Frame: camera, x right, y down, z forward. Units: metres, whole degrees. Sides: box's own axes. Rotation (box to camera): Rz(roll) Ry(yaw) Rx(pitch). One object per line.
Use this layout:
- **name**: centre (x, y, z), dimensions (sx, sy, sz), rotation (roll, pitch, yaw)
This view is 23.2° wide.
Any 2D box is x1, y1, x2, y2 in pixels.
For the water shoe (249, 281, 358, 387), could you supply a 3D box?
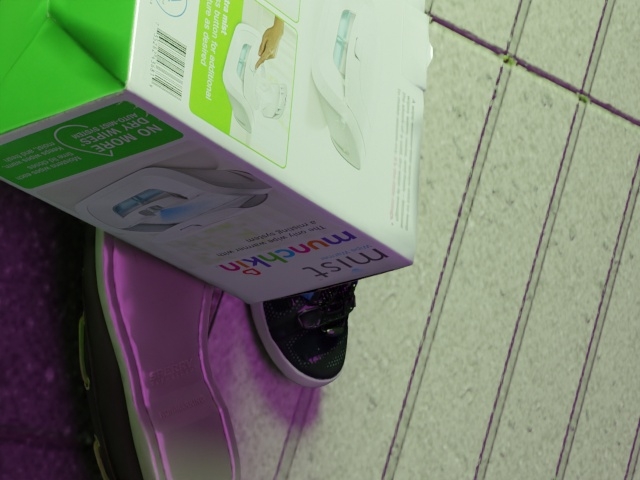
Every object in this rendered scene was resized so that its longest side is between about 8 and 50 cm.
- **water shoe**: centre (0.000, 0.000, 0.990), dimensions (0.073, 0.080, 0.203), rotation (-20, 108, -45)

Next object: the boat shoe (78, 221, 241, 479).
- **boat shoe**: centre (-0.104, 0.052, 0.887), dimensions (0.081, 0.068, 0.228), rotation (-9, 92, -43)

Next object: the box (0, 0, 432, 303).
- **box**: centre (-0.053, -0.131, 0.836), dimensions (0.231, 0.126, 0.262), rotation (29, 55, -47)
